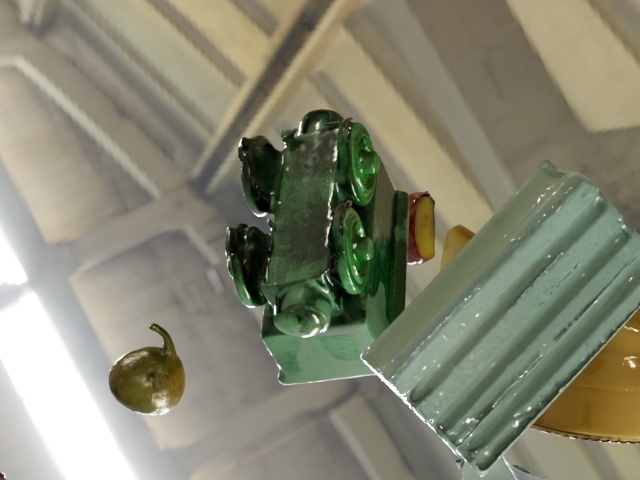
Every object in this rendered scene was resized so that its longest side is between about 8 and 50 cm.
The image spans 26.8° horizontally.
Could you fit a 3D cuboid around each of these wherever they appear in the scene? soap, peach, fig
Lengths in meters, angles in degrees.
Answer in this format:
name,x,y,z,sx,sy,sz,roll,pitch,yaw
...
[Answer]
name,x,y,z,sx,sy,sz,roll,pitch,yaw
soap,0.136,0.052,0.934,0.114,0.198,0.063,47,-6,-21
peach,0.105,-0.014,1.560,0.077,0.050,0.083,57,-49,23
fig,-0.187,0.150,1.521,0.084,0.098,0.082,40,16,0

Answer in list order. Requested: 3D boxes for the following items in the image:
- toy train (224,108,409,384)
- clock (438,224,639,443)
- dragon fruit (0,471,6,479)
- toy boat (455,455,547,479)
name,x,y,z,sx,sy,sz,roll,pitch,yaw
toy train,0.000,0.000,1.356,0.202,0.145,0.266,62,27,-48
clock,0.275,0.105,1.425,0.317,0.244,0.200,-146,-124,-68
dragon fruit,-0.336,0.169,1.035,0.133,0.207,0.150,23,-78,54
toy boat,0.172,0.248,1.337,0.105,0.149,0.034,-36,-145,31
